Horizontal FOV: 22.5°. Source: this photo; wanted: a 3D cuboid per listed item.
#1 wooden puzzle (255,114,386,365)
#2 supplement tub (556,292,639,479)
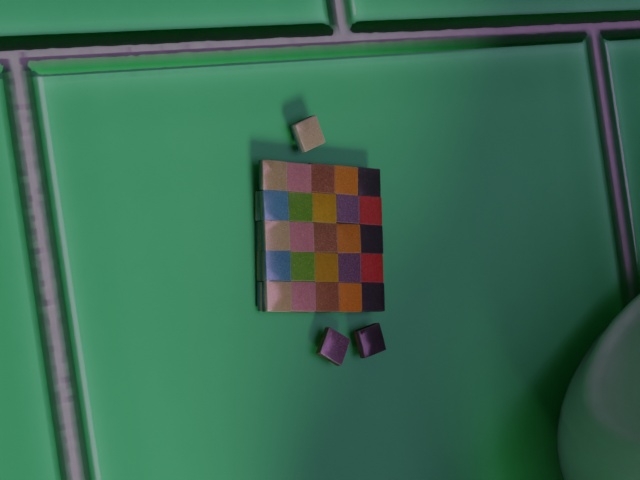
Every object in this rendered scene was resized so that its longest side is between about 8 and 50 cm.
[{"bbox_3d":[0.000,0.000,0.534,0.049,0.006,0.083,2,84,-37],"label":"wooden puzzle"},{"bbox_3d":[0.224,0.130,0.572,0.191,0.191,0.272,-43,110,-32],"label":"supplement tub"}]
